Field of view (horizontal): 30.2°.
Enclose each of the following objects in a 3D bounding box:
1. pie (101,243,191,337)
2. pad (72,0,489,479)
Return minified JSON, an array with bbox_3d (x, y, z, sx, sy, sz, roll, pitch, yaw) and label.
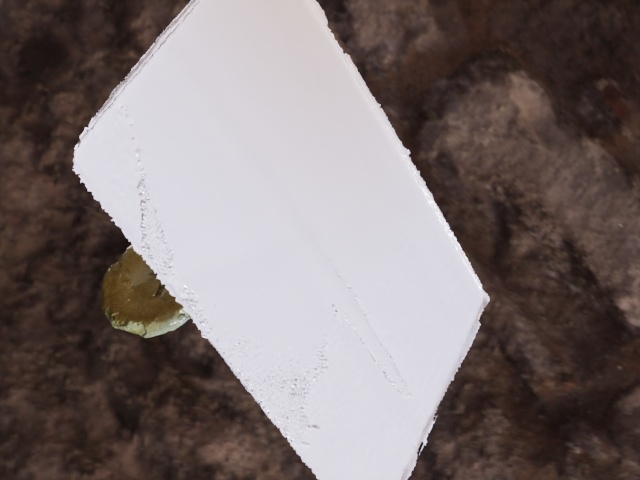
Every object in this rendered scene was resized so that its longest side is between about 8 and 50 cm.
[{"bbox_3d":[-0.128,0.034,0.902,0.084,0.020,0.084,-4,-120,7],"label":"pie"},{"bbox_3d":[0.000,0.000,0.503,0.004,0.232,0.156,-6,-140,39],"label":"pad"}]
